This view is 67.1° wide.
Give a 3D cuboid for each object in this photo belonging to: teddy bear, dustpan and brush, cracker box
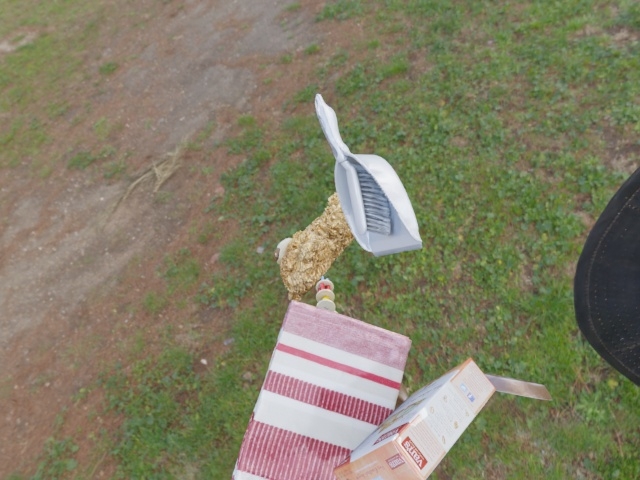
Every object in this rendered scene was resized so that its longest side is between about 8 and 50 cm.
[{"bbox_3d":[0.000,0.000,1.071,0.113,0.245,0.338,41,52,3],"label":"teddy bear"},{"bbox_3d":[0.043,-0.081,0.592,0.060,0.211,0.147,-13,-2,-18],"label":"dustpan and brush"},{"bbox_3d":[0.144,0.282,0.721,0.232,0.156,0.067,-24,70,-46],"label":"cracker box"}]

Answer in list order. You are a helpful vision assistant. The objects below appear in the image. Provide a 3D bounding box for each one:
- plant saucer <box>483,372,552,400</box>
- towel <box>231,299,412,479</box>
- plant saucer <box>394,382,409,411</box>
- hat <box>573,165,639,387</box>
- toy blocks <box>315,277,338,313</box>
[{"bbox_3d":[0.371,0.287,0.961,0.168,0.168,0.029,3,78,29],"label":"plant saucer"},{"bbox_3d":[0.008,0.292,0.832,0.237,0.037,0.329,20,76,-7],"label":"towel"},{"bbox_3d":[0.103,0.353,0.919,0.198,0.198,0.036,-46,25,-15],"label":"plant saucer"},{"bbox_3d":[0.372,0.018,0.358,0.331,0.331,0.134,14,43,35],"label":"hat"},{"bbox_3d":[0.020,0.180,1.389,0.054,0.123,0.148,-11,27,4],"label":"toy blocks"}]
